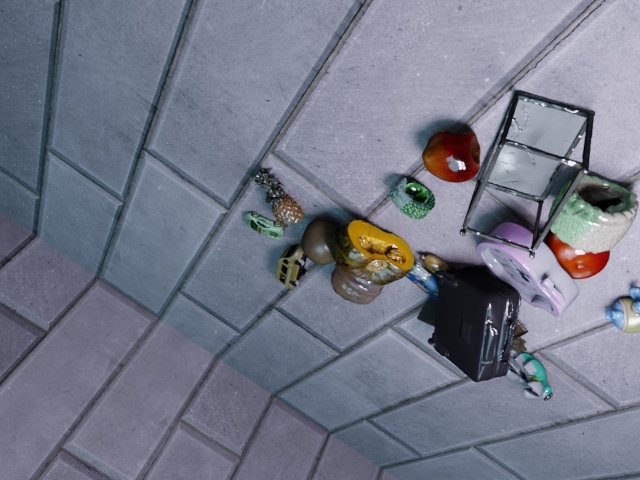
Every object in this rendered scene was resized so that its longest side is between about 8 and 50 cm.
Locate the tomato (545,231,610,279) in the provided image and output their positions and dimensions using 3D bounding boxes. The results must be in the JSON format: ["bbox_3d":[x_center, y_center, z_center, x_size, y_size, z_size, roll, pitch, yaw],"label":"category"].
[{"bbox_3d":[0.798,0.034,1.636,0.195,0.136,0.195,9,131,10],"label":"tomato"}]

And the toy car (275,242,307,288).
[{"bbox_3d":[-0.122,0.099,2.287,0.125,0.101,0.256,27,141,9],"label":"toy car"}]

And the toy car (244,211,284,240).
[{"bbox_3d":[-0.244,-0.055,2.233,0.186,0.058,0.093,24,142,6],"label":"toy car"}]

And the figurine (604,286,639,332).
[{"bbox_3d":[1.060,0.233,1.686,0.262,0.153,0.180,-4,141,29],"label":"figurine"}]

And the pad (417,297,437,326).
[{"bbox_3d":[0.494,0.312,2.195,0.143,0.003,0.211,24,147,7],"label":"pad"}]

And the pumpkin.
[{"bbox_3d":[0.189,0.033,1.956,0.317,0.221,0.139,19,133,-23],"label":"pumpkin"}]

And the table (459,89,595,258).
[{"bbox_3d":[0.565,-0.179,1.455,0.223,0.272,0.334,20,139,11],"label":"table"}]

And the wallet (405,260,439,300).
[{"bbox_3d":[0.404,0.158,2.035,0.202,0.059,0.141,38,164,-11],"label":"wallet"}]

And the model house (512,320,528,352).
[{"bbox_3d":[0.705,0.405,2.059,0.244,0.204,0.211,22,141,-18],"label":"model house"}]

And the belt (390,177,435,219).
[{"bbox_3d":[0.312,-0.147,1.757,0.151,0.121,0.079,34,142,3],"label":"belt"}]

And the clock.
[{"bbox_3d":[0.657,0.086,1.676,0.338,0.102,0.338,45,177,4],"label":"clock"}]

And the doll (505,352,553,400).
[{"bbox_3d":[0.868,0.581,2.150,0.258,0.153,0.195,48,175,-3],"label":"doll"}]

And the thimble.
[{"bbox_3d":[0.773,-0.078,1.486,0.219,0.219,0.150,21,138,11],"label":"thimble"}]

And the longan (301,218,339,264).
[{"bbox_3d":[0.000,0.000,2.079,0.204,0.159,0.184,41,141,54],"label":"longan"}]

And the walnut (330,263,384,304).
[{"bbox_3d":[0.153,0.145,2.100,0.225,0.224,0.224,17,138,15],"label":"walnut"}]

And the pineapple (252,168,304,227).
[{"bbox_3d":[-0.166,-0.170,2.044,0.125,0.125,0.251,-22,108,43],"label":"pineapple"}]

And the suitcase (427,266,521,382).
[{"bbox_3d":[0.542,0.288,1.847,0.189,0.339,0.344,-3,109,-19],"label":"suitcase"}]

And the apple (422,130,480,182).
[{"bbox_3d":[0.393,-0.251,1.588,0.158,0.146,0.156,-4,151,35],"label":"apple"}]

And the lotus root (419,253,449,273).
[{"bbox_3d":[0.441,0.096,1.977,0.152,0.063,0.072,35,172,-9],"label":"lotus root"}]
